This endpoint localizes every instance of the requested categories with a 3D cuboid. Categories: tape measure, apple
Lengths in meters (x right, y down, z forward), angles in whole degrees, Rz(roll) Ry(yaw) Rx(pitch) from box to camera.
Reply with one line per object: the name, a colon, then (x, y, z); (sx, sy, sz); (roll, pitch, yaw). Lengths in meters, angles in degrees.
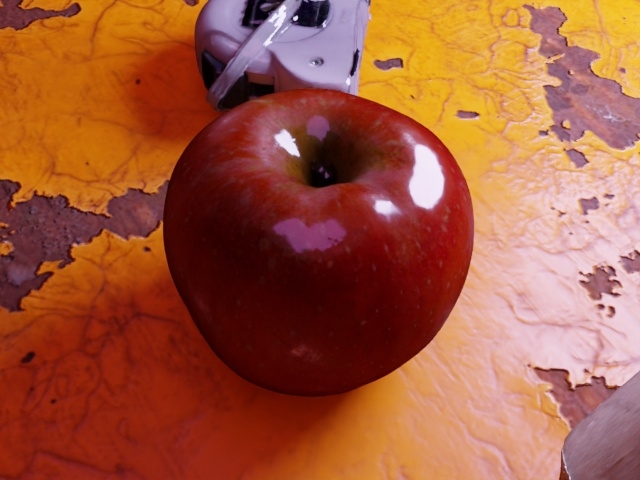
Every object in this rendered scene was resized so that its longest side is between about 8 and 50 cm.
tape measure: (-0.042, -0.217, 0.976); (0.197, 0.120, 0.236); (5, 48, 4)
apple: (0.000, 0.000, 0.743); (0.260, 0.217, 0.261); (1, 50, -1)

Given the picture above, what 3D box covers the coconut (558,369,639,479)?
coconut: (0.288, 0.174, 0.597); (0.234, 0.224, 0.224); (-36, 52, 19)
